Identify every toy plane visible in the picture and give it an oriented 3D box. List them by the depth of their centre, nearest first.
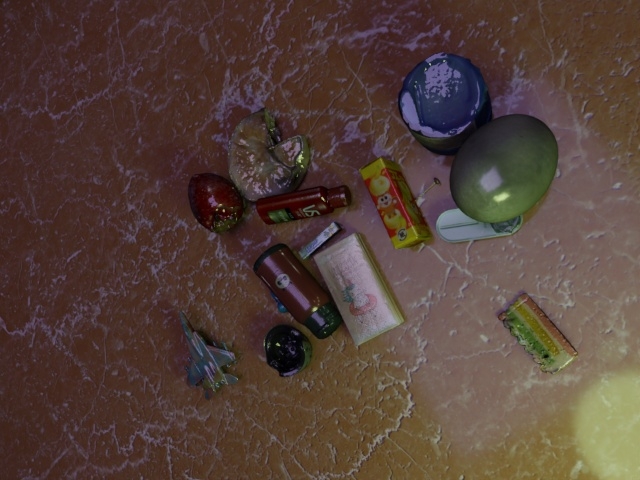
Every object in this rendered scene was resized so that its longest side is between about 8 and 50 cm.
[{"bbox_3d":[-0.421,0.392,1.817,0.223,0.104,0.326,-34,71,15],"label":"toy plane"}]

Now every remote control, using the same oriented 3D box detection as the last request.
[{"bbox_3d":[0.469,-0.054,1.517,0.247,0.052,0.104,-8,85,21],"label":"remote control"}]

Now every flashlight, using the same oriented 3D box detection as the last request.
[{"bbox_3d":[-0.141,0.189,1.747,0.051,0.051,0.129,-34,72,16],"label":"flashlight"}]

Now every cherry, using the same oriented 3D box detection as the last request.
[{"bbox_3d":[-0.378,-0.145,1.791,0.175,0.192,0.249,-37,70,-14],"label":"cherry"}]

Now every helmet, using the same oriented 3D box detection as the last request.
[{"bbox_3d":[-0.095,0.363,1.689,0.177,0.107,0.153,41,105,38],"label":"helmet"}]

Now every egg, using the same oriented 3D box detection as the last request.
[{"bbox_3d":[0.495,-0.196,1.385,0.258,0.258,0.352,35,68,20],"label":"egg"}]

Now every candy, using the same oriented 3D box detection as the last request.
[{"bbox_3d":[0.231,-0.113,1.563,0.088,0.146,0.276,-29,78,28],"label":"candy"}]

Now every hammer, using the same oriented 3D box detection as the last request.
[{"bbox_3d":[0.324,-0.149,1.603,0.123,0.014,0.029,-43,60,17],"label":"hammer"}]

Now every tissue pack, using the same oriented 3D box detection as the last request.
[{"bbox_3d":[0.118,0.152,1.633,0.170,0.071,0.325,-30,76,19],"label":"tissue pack"}]

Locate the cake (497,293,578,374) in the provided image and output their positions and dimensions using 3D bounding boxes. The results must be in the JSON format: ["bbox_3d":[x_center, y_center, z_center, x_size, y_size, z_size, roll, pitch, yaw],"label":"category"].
[{"bbox_3d":[0.617,0.269,1.445,0.109,0.090,0.225,-44,54,16],"label":"cake"}]

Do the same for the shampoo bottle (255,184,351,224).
[{"bbox_3d":[-0.055,-0.120,1.699,0.314,0.118,0.076,-9,50,21],"label":"shampoo bottle"}]

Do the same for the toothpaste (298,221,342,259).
[{"bbox_3d":[0.000,0.000,1.704,0.164,0.046,0.034,-41,77,14],"label":"toothpaste"}]

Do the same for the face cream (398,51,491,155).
[{"bbox_3d":[0.367,-0.390,1.488,0.249,0.225,0.249,-1,87,21],"label":"face cream"}]

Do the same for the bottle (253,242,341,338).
[{"bbox_3d":[-0.070,0.174,1.669,0.144,0.144,0.336,-45,73,13],"label":"bottle"}]

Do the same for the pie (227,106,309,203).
[{"bbox_3d":[-0.198,-0.287,1.788,0.337,0.075,0.337,1,92,24],"label":"pie"}]
